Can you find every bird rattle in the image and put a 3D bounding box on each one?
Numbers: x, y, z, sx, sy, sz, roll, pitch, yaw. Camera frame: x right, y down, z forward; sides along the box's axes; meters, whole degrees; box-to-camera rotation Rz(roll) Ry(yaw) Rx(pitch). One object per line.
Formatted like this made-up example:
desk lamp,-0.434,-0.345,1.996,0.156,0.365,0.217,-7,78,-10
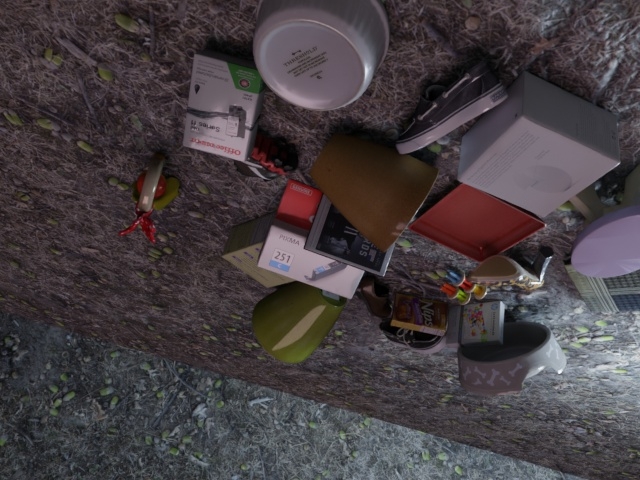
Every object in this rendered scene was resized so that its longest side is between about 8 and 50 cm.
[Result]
bird rattle,-0.489,-0.130,1.550,0.143,0.253,0.207,18,124,-7

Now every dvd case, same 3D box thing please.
dvd case,0.093,-0.021,1.533,0.238,0.179,0.029,20,175,-8

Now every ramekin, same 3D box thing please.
ramekin,-0.006,-0.371,1.065,0.272,0.127,0.273,11,148,7

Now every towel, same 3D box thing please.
towel,0.875,0.108,1.537,0.312,0.056,0.324,-8,144,37

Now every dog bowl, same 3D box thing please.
dog bowl,0.610,0.373,1.812,0.348,0.348,0.102,-14,100,37

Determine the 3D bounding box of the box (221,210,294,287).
box,-0.149,0.032,1.763,0.243,0.117,0.213,-17,136,41

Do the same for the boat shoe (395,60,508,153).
boat shoe,0.247,-0.272,1.151,0.102,0.108,0.301,57,152,-5

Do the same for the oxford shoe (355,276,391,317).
oxford shoe,0.204,0.203,1.918,0.096,0.083,0.227,-11,141,29

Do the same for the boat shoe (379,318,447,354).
boat shoe,0.333,0.332,2.020,0.105,0.113,0.306,42,161,-24

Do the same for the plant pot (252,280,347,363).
plant pot,-0.049,0.247,1.954,0.274,0.275,0.293,30,130,-23

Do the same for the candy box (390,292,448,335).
candy box,0.344,0.256,1.916,0.186,0.109,0.053,11,148,4

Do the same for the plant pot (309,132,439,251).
plant pot,0.110,-0.141,1.320,0.254,0.237,0.237,34,146,-1

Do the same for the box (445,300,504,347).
box,0.517,0.283,1.852,0.186,0.145,0.038,-11,140,36

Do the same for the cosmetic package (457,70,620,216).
cosmetic package,0.443,-0.192,1.150,0.224,0.138,0.224,20,148,-12

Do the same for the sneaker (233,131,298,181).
sneaker,-0.194,-0.234,1.383,0.276,0.098,0.135,31,143,-26

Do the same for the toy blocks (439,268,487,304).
toy blocks,0.432,0.144,1.756,0.148,0.054,0.123,29,145,-22

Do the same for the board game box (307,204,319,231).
board game box,0.017,0.008,1.623,0.136,0.035,0.201,16,110,-6

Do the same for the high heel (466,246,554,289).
high heel,0.526,0.119,1.573,0.261,0.093,0.186,-15,143,-8

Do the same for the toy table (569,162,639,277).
toy table,0.682,-0.045,1.261,0.252,0.161,0.274,20,148,-10

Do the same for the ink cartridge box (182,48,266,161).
ink cartridge box,-0.209,-0.295,1.219,0.153,0.087,0.208,14,117,-1

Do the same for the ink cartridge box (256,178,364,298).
ink cartridge box,0.000,0.000,1.565,0.296,0.066,0.261,20,111,-8

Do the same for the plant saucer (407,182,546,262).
plant saucer,0.408,-0.053,1.467,0.259,0.048,0.258,25,147,-14
